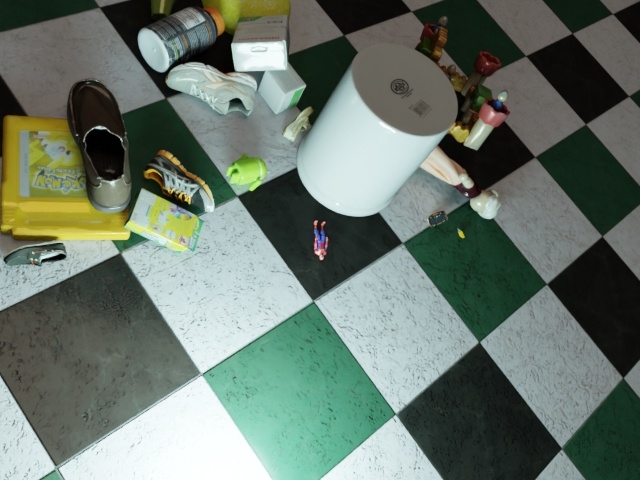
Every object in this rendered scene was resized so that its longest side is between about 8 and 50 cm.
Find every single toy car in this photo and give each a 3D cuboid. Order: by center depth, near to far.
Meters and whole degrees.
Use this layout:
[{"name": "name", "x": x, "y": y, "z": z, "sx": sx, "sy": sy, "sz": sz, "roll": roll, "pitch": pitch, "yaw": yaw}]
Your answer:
[{"name": "toy car", "x": 0.376, "y": -0.043, "z": 1.918, "sx": 0.122, "sy": 0.060, "sz": 0.040, "roll": 46, "pitch": 10, "yaw": -14}]

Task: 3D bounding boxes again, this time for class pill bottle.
[{"name": "pill bottle", "x": -0.391, "y": -0.591, "z": 1.822, "sx": 0.130, "sy": 0.130, "sz": 0.245, "roll": 46, "pitch": 56, "yaw": 5}]

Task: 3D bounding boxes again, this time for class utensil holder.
[{"name": "utensil holder", "x": 0.146, "y": -0.299, "z": 1.738, "sx": 0.327, "sy": 0.385, "sz": 0.327, "roll": 10, "pitch": 60, "yaw": -17}]

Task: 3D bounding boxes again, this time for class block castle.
[{"name": "block castle", "x": 0.430, "y": -0.518, "z": 2.009, "sx": 0.303, "sy": 0.213, "sz": 0.453, "roll": 25, "pitch": 38, "yaw": -8}]

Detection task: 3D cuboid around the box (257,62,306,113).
[{"name": "box", "x": -0.116, "y": -0.454, "z": 1.880, "sx": 0.087, "sy": 0.101, "sz": 0.102, "roll": -30, "pitch": 78, "yaw": -32}]

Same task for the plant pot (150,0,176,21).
[{"name": "plant pot", "x": -0.473, "y": -0.694, "z": 1.880, "sx": 0.083, "sy": 0.083, "sz": 0.079, "roll": 8, "pitch": 72, "yaw": -19}]

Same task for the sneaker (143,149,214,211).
[{"name": "sneaker", "x": -0.361, "y": -0.137, "z": 1.625, "sx": 0.215, "sy": 0.084, "sz": 0.083, "roll": 38, "pitch": 58, "yaw": 11}]

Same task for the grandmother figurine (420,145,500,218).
[{"name": "grandmother figurine", "x": 0.419, "y": -0.190, "z": 1.942, "sx": 0.342, "sy": 0.104, "sz": 0.208, "roll": 39, "pitch": 20, "yaw": -14}]

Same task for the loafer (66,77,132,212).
[{"name": "loafer", "x": -0.519, "y": -0.251, "z": 1.525, "sx": 0.134, "sy": 0.130, "sz": 0.366, "roll": -12, "pitch": 70, "yaw": -27}]

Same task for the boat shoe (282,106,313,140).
[{"name": "boat shoe", "x": -0.059, "y": -0.344, "z": 1.881, "sx": 0.045, "sy": 0.050, "sz": 0.135, "roll": 41, "pitch": 66, "yaw": -2}]

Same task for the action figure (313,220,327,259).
[{"name": "action figure", "x": 0.000, "y": 0.000, "z": 1.731, "sx": 0.038, "sy": 0.030, "sz": 0.115, "roll": 9, "pitch": 62, "yaw": -24}]

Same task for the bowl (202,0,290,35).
[{"name": "bowl", "x": -0.216, "y": -0.787, "z": 1.986, "sx": 0.289, "sy": 0.156, "sz": 0.289, "roll": 10, "pitch": 61, "yaw": -18}]

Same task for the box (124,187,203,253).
[{"name": "box", "x": -0.382, "y": -0.043, "z": 1.562, "sx": 0.179, "sy": 0.043, "sz": 0.105, "roll": 28, "pitch": 53, "yaw": -25}]

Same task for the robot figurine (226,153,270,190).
[{"name": "robot figurine", "x": -0.197, "y": -0.190, "z": 1.724, "sx": 0.115, "sy": 0.067, "sz": 0.101, "roll": -18, "pitch": 67, "yaw": -30}]

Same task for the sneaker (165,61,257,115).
[{"name": "sneaker", "x": -0.304, "y": -0.421, "z": 1.790, "sx": 0.262, "sy": 0.099, "sz": 0.121, "roll": 4, "pitch": 67, "yaw": -20}]

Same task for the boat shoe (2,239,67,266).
[{"name": "boat shoe", "x": -0.641, "y": 0.035, "z": 1.427, "sx": 0.133, "sy": 0.049, "sz": 0.042, "roll": -14, "pitch": 61, "yaw": -33}]

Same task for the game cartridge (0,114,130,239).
[{"name": "game cartridge", "x": -0.617, "y": -0.153, "z": 1.538, "sx": 0.285, "sy": 0.053, "sz": 0.324, "roll": -1, "pitch": 63, "yaw": -23}]

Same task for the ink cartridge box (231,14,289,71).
[{"name": "ink cartridge box", "x": -0.171, "y": -0.583, "z": 1.865, "sx": 0.154, "sy": 0.093, "sz": 0.212, "roll": -3, "pitch": 37, "yaw": 1}]
